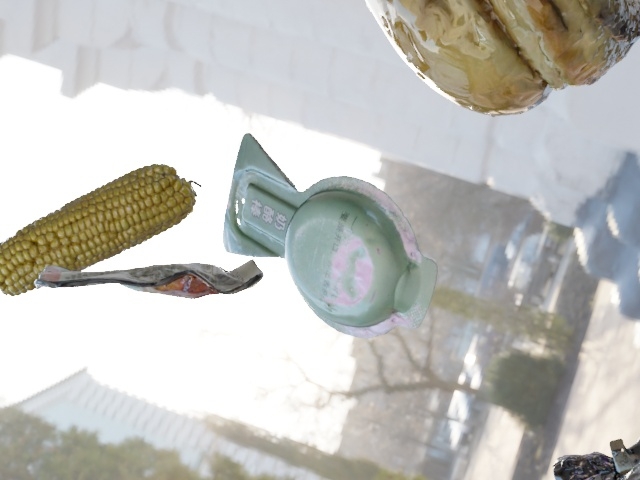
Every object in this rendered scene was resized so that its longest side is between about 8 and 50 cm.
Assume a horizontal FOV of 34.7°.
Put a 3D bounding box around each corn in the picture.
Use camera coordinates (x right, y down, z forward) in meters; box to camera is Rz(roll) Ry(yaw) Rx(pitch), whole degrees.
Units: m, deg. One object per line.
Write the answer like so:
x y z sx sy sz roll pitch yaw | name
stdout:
-0.301 -0.021 1.385 0.310 0.101 0.101 -25 -26 -13 | corn

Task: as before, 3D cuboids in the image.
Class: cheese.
0.000 0.000 0.438 0.026 0.120 0.067 -8 -61 -47 | cheese

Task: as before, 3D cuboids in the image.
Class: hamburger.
0.135 -0.250 0.858 0.174 0.304 0.284 -33 -16 31 | hamburger

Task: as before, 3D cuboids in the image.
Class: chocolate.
0.294 0.206 0.973 0.147 0.070 0.072 -42 42 31 | chocolate

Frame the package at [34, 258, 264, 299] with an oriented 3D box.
-0.169 0.041 1.051 0.166 0.232 0.040 -170 78 -79 | package

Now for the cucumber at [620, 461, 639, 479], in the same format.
0.257 0.152 0.669 0.211 0.078 0.062 -31 -26 -31 | cucumber
